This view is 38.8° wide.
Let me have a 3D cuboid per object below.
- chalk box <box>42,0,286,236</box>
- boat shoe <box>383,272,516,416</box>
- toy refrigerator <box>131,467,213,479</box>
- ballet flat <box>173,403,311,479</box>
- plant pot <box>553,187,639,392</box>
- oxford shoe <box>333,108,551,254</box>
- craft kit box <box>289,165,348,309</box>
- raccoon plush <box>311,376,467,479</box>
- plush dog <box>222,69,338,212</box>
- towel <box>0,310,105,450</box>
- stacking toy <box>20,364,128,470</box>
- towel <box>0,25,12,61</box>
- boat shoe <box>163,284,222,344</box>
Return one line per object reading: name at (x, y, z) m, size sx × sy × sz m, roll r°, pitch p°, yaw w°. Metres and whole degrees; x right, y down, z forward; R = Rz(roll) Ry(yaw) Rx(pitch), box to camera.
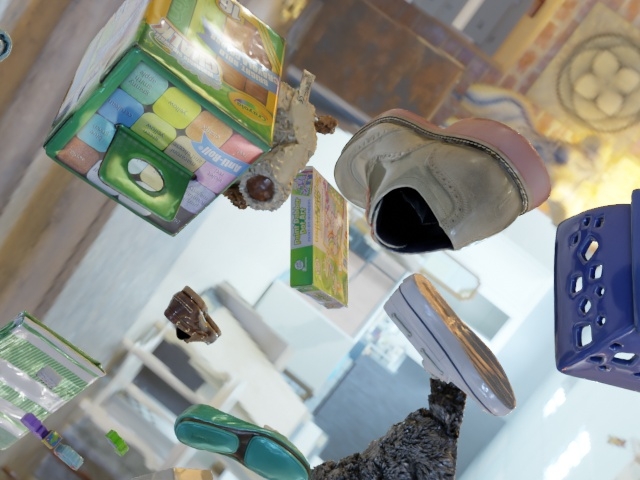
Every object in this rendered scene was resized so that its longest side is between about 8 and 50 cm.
chalk box at (-0.166, -0.145, 0.992) m, size 0.179 × 0.180 × 0.289 m, roll -39°, pitch -150°, yaw 30°
boat shoe at (0.172, 0.151, 1.229) m, size 0.076 × 0.226 × 0.083 m, roll -46°, pitch 155°, yaw 27°
toy refrigerator at (-0.212, 0.486, 1.361) m, size 0.094 × 0.270 × 0.102 m, roll -20°, pitch 157°, yaw 24°
ballet flat at (-0.124, 0.335, 1.540) m, size 0.087 × 0.247 × 0.083 m, roll -71°, pitch -177°, yaw -66°
plant pot at (0.466, 0.067, 1.219) m, size 0.212 × 0.235 × 0.236 m, roll 127°, pitch -27°, yaw -63°
oxford shoe at (0.093, -0.064, 1.081) m, size 0.146 × 0.140 × 0.397 m, roll -39°, pitch -164°, yaw -17°
craft kit box at (0.000, 0.000, 1.903) m, size 0.246 × 0.060 × 0.250 m, roll 34°, pitch 53°, yaw -65°
raccoon plush at (0.135, 0.412, 1.919) m, size 0.216 × 0.299 × 0.447 m, roll 61°, pitch 39°, yaw -83°
plush dog at (-0.114, -0.179, 1.599) m, size 0.225 × 0.263 × 0.210 m, roll -10°, pitch -176°, yaw 43°
towel at (-0.649, 0.306, 1.918) m, size 0.325 × 0.248 × 0.038 m, roll -37°, pitch -144°, yaw 13°
stacking toy at (-0.453, 0.341, 1.533) m, size 0.167 × 0.221 × 0.052 m, roll -49°, pitch -168°, yaw -32°
towel at (-0.830, -0.388, 1.814) m, size 0.374 × 0.320 × 0.090 m, roll -18°, pitch 122°, yaw -22°
boat shoe at (-0.236, 0.149, 1.647) m, size 0.073 × 0.073 × 0.207 m, roll -49°, pitch 157°, yaw -15°
